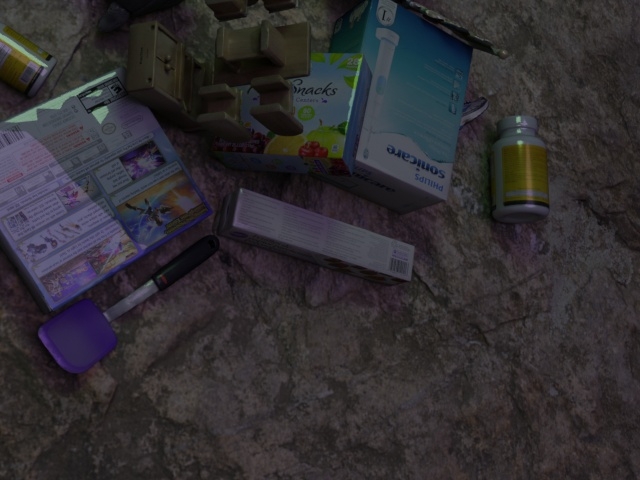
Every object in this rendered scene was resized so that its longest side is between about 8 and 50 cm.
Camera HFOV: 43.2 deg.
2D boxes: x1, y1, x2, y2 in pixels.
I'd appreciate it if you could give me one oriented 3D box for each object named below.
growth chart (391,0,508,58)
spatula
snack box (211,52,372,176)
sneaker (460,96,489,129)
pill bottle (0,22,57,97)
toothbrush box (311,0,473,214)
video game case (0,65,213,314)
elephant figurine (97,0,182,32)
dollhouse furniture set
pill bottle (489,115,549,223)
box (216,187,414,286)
[{"bbox_3d":[0.204,-0.377,1.393,0.237,0.172,0.021,25,104,-11],"label":"growth chart"},{"bbox_3d":[-0.250,0.075,1.128,0.296,0.030,0.084,-37,100,-31],"label":"spatula"},{"bbox_3d":[-0.041,-0.192,1.212,0.070,0.207,0.175,53,46,-64],"label":"snack box"},{"bbox_3d":[0.254,-0.237,1.472,0.135,0.052,0.058,-36,94,-31],"label":"sneaker"},{"bbox_3d":[-0.418,-0.249,1.080,0.116,0.065,0.065,34,65,-20],"label":"pill bottle"},{"bbox_3d":[0.115,-0.221,1.344,0.216,0.126,0.296,20,70,-26],"label":"toothbrush box"},{"bbox_3d":[-0.321,-0.072,1.101,0.269,0.061,0.244,-34,96,-30],"label":"video game case"},{"bbox_3d":[-0.268,-0.459,1.165,0.239,0.169,0.186,60,38,-9],"label":"elephant figurine"},{"bbox_3d":[-0.119,-0.238,1.121,0.161,0.242,0.212,29,59,-66],"label":"dollhouse furniture set"},{"bbox_3d":[0.363,-0.129,1.480,0.103,0.103,0.184,8,76,-28],"label":"pill bottle"},{"bbox_3d":[0.000,0.000,1.268,0.324,0.063,0.067,17,70,-26],"label":"box"}]
